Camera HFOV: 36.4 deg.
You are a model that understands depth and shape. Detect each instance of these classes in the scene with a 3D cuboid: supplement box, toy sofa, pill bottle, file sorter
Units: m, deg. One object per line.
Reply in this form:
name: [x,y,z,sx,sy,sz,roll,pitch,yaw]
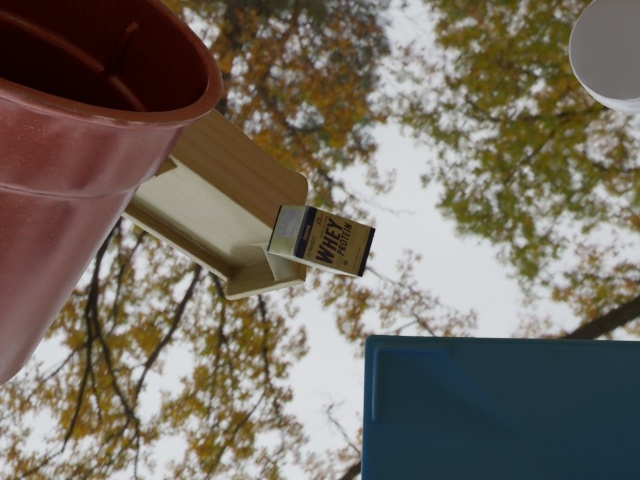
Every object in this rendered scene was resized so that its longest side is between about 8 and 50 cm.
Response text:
supplement box: [0.000,0.000,1.050,0.083,0.083,0.056,17,-94,-24]
toy sofa: [-0.170,-0.068,1.391,0.362,0.150,0.177,37,-133,-46]
pill bottle: [0.265,-0.158,0.788,0.108,0.108,0.180,46,-152,14]
file sorter: [0.076,0.124,0.329,0.118,0.104,0.170,0,-103,9]

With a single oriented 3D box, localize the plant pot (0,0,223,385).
plant pot: [-0.244,-0.052,0.658,0.272,0.265,0.272,25,-154,-13]
